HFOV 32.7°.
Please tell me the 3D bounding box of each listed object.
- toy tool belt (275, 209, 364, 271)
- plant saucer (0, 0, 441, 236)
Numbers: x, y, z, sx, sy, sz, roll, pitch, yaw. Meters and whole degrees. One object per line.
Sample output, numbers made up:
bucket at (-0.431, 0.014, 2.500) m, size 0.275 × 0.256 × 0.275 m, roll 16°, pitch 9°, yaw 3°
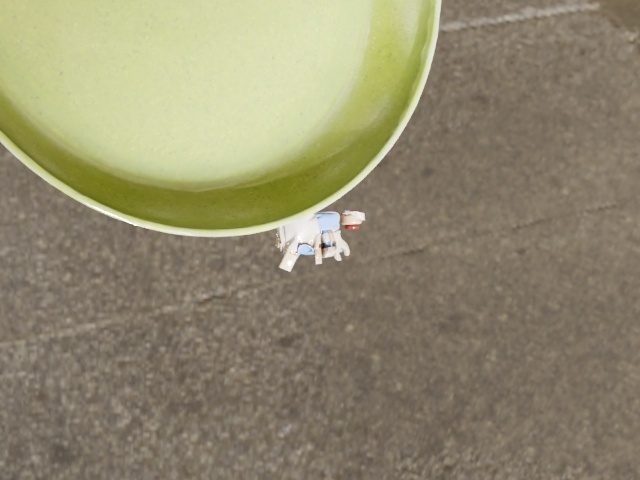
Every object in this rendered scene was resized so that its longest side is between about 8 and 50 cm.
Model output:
toy tool belt at (0.000, 0.000, 0.983) m, size 0.083 × 0.051 × 0.052 m, roll -4°, pitch 1°, yaw -24°
plant saucer at (-0.055, -0.121, 0.460) m, size 0.241 × 0.240 × 0.037 m, roll -25°, pitch 11°, yaw -30°
